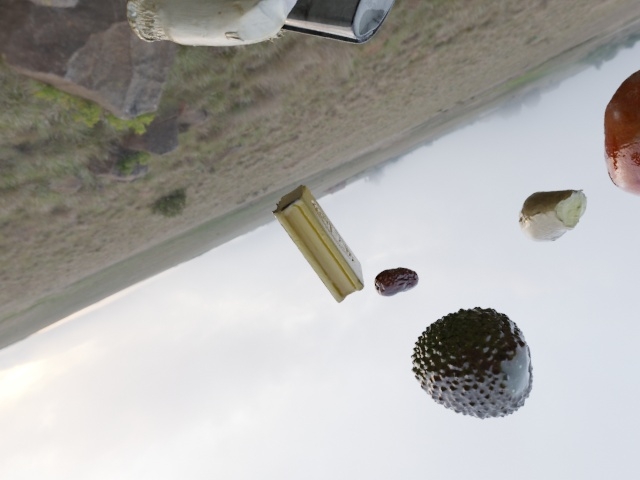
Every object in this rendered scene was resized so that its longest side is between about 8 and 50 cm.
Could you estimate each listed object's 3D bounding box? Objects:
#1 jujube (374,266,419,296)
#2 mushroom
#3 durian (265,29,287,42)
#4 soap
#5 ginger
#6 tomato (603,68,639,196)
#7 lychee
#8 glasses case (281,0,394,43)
[{"bbox_3d":[0.210,0.112,1.169,0.129,0.077,0.077,-7,180,-19],"label":"jujube"},{"bbox_3d":[-0.116,-0.249,0.460,0.209,0.071,0.084,17,-125,25],"label":"mushroom"},{"bbox_3d":[-0.136,-0.594,1.017,0.138,0.183,0.250,-23,165,30],"label":"durian"},{"bbox_3d":[0.000,0.000,1.227,0.096,0.324,0.204,-32,-164,11],"label":"soap"},{"bbox_3d":[0.609,-0.065,1.147,0.152,0.137,0.267,0,176,11],"label":"ginger"},{"bbox_3d":[0.585,-0.176,0.691,0.237,0.236,0.095,-25,-165,13],"label":"tomato"},{"bbox_3d":[0.213,0.171,0.611,0.171,0.171,0.171,-26,-174,3],"label":"lychee"},{"bbox_3d":[-0.034,-0.368,0.627,0.114,0.299,0.060,-59,147,-3],"label":"glasses case"}]
